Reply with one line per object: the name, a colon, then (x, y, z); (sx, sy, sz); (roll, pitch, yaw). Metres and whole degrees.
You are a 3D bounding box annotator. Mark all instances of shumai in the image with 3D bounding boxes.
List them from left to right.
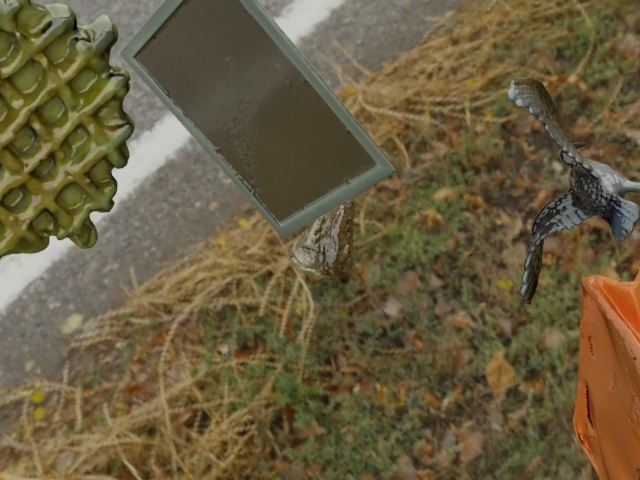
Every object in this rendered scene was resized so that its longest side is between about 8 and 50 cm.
shumai: (0.009, 0.004, 1.374); (0.105, 0.123, 0.139); (-7, 26, -16)

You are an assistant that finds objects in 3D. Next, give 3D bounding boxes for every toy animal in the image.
toy animal: (0.309, -0.059, 1.099); (0.160, 0.273, 0.197); (21, 33, 29)

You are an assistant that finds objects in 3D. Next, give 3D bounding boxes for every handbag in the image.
handbag: (0.458, 0.255, 1.343); (0.116, 0.410, 0.304); (-12, 44, 1)

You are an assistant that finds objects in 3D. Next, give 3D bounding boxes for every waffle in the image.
waffle: (-0.248, -0.089, 0.759); (0.204, 0.224, 0.054); (-4, 22, -32)

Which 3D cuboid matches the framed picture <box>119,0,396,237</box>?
framed picture: (-0.074, -0.150, 1.052); (0.232, 0.296, 0.019); (-28, 17, 51)
